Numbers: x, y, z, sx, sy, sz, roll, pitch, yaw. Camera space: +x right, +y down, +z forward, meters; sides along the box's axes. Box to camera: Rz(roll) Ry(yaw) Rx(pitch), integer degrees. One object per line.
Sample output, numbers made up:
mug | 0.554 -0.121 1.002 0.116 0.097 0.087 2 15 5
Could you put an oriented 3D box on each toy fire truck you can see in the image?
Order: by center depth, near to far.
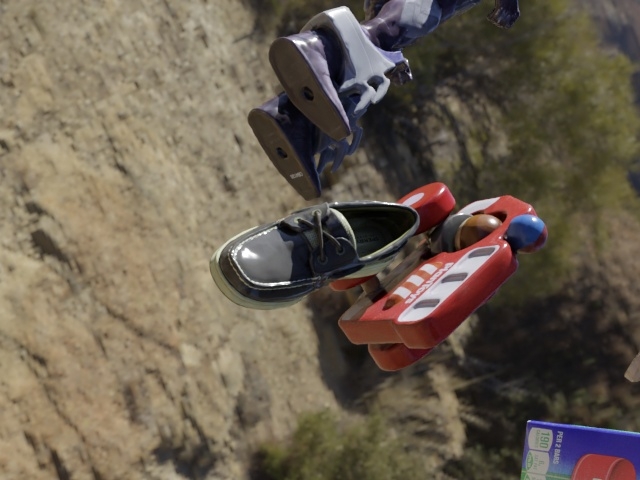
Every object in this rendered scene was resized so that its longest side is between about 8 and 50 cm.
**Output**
toy fire truck | 0.167 0.039 1.502 0.302 0.254 0.169 -38 106 -27

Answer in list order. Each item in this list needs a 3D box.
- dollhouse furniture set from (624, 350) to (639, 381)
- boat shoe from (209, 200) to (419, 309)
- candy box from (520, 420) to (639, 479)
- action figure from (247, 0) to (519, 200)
dollhouse furniture set | 0.519 0.151 1.177 0.362 0.256 0.394 38 -34 21
boat shoe | 0.001 0.001 1.016 0.223 0.073 0.080 -12 65 -46
candy box | 0.324 0.308 0.996 0.122 0.317 0.268 16 78 -47
action figure | 0.065 -0.159 0.851 0.099 0.185 0.285 48 58 -5
